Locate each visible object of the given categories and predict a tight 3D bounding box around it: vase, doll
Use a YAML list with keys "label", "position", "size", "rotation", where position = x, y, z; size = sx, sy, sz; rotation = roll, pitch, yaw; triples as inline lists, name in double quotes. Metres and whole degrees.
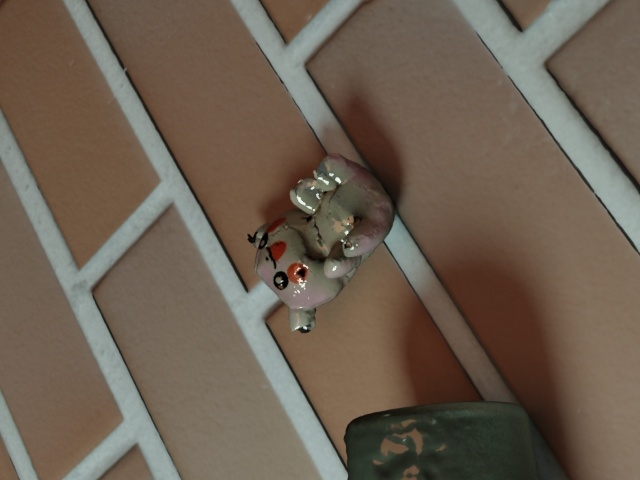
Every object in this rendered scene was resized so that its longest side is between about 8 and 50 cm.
- label: "vase"
  position: [0.115, 0.302, 1.080]
  size: [0.245, 0.245, 0.291]
  rotation: [-15, 74, 35]
- label: "doll"
  position: [0.000, 0.000, 1.266]
  size: [0.192, 0.095, 0.149]
  rotation: [-42, 58, 30]
